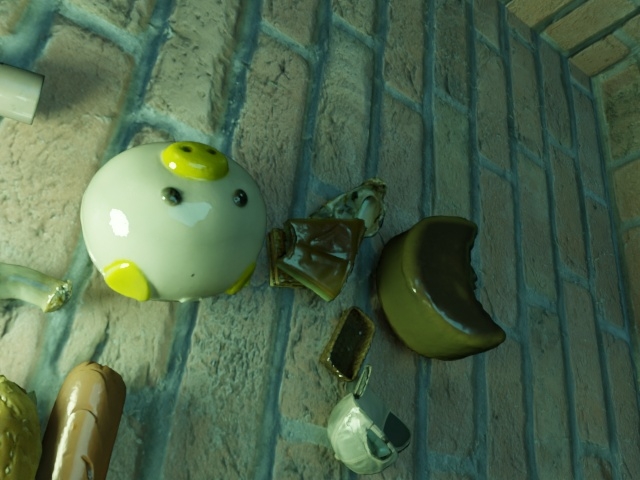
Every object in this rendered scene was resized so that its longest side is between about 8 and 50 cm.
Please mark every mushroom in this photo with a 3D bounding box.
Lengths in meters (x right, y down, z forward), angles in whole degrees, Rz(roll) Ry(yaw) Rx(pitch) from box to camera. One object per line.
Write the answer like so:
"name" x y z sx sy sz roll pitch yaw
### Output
"mushroom" -0.569 0.084 1.101 0.223 0.081 0.092 9 47 -39

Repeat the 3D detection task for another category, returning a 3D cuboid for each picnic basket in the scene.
"picnic basket" 0.070 0.268 1.560 0.110 0.055 0.193 45 49 -17

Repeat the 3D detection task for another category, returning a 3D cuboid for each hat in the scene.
"hat" 0.106 0.432 1.463 0.232 0.161 0.275 63 22 -19

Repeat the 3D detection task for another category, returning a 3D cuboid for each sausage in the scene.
"sausage" -0.428 0.368 1.062 0.121 0.121 0.304 25 58 -29

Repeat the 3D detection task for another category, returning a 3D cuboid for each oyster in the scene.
"oyster" 0.072 -0.072 1.697 0.294 0.094 0.166 -17 86 -25

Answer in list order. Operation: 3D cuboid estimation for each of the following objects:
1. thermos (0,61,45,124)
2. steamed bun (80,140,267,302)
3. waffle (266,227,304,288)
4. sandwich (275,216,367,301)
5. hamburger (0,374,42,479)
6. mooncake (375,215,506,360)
"thermos" -0.660 -0.316 1.199 0.193 0.105 0.137 14 37 -27
"steamed bun" -0.288 -0.037 1.230 0.374 0.334 0.333 -3 73 -36
"waffle" -0.084 0.046 1.538 0.102 0.042 0.148 7 67 -36
"sandwich" 0.000 0.000 1.536 0.212 0.063 0.245 36 59 -21
"hamburger" -0.572 0.338 0.931 0.260 0.144 0.283 9 56 -24
"mooncake" 0.350 0.129 1.718 0.393 0.246 0.394 47 48 -2
